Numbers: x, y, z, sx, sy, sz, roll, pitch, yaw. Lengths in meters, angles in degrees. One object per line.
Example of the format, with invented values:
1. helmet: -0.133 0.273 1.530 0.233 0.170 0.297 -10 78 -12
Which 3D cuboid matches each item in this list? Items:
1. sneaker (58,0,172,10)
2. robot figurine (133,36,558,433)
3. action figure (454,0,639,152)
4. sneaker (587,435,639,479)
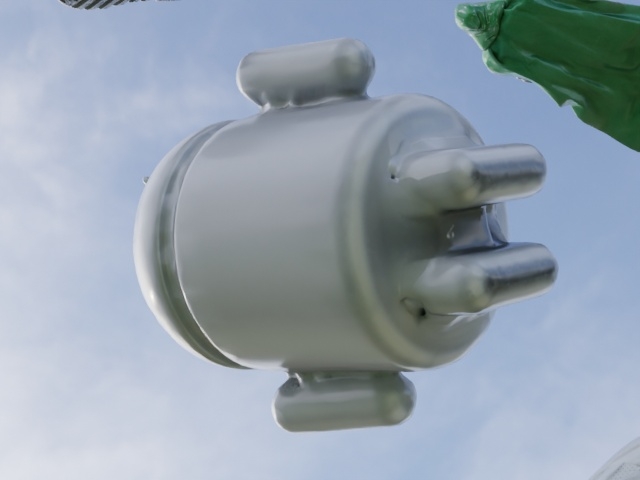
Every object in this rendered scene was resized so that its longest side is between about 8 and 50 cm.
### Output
1. sneaker: -0.184 -0.275 1.171 0.086 0.132 0.229 -28 -4 25
2. robot figurine: 0.000 0.000 1.021 0.353 0.300 0.200 -3 1 40
3. action figure: 0.211 -0.165 1.149 0.232 0.063 0.137 12 -73 -31
4. sneaker: 0.228 0.227 0.993 0.292 0.169 0.108 -29 -89 -1
